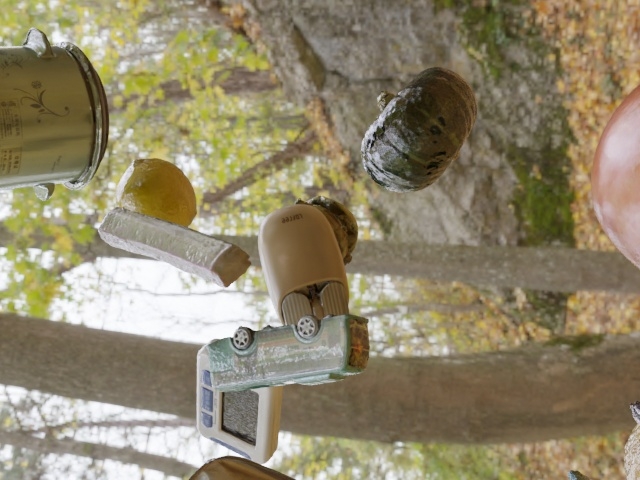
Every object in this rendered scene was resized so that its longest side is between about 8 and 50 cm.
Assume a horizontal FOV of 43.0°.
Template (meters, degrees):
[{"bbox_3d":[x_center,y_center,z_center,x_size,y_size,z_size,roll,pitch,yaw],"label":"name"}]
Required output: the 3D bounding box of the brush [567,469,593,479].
[{"bbox_3d":[0.579,0.525,1.667,0.196,0.021,0.070,31,-155,-28],"label":"brush"}]

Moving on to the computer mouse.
[{"bbox_3d":[-0.029,0.052,1.464,0.082,0.145,0.236,164,93,-78],"label":"computer mouse"}]

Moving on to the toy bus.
[{"bbox_3d":[-0.050,0.172,1.253,0.091,0.262,0.109,18,-117,-57],"label":"toy bus"}]

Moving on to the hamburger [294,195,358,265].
[{"bbox_3d":[0.000,0.000,1.630,0.131,0.159,0.184,-35,-64,-66],"label":"hamburger"}]

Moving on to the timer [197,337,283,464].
[{"bbox_3d":[-0.159,0.320,1.629,0.078,0.178,0.253,-46,-29,-49],"label":"timer"}]

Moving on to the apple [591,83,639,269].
[{"bbox_3d":[0.397,-0.043,0.796,0.206,0.272,0.251,-48,-1,23],"label":"apple"}]

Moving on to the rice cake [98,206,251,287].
[{"bbox_3d":[-0.154,0.005,0.836,0.047,0.207,0.036,-61,-39,-17],"label":"rice cake"}]

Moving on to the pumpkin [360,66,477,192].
[{"bbox_3d":[0.148,-0.171,1.250,0.211,0.152,0.211,-61,3,6],"label":"pumpkin"}]

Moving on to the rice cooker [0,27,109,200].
[{"bbox_3d":[-0.515,-0.216,1.423,0.317,0.264,0.316,-18,-62,-37],"label":"rice cooker"}]

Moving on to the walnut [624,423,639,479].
[{"bbox_3d":[0.616,0.355,1.318,0.257,0.225,0.256,-2,-90,-89],"label":"walnut"}]

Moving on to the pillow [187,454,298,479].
[{"bbox_3d":[-0.033,0.254,0.706,0.233,0.130,0.038,28,-160,-32],"label":"pillow"}]

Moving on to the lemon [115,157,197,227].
[{"bbox_3d":[-0.376,-0.095,1.848,0.203,0.178,0.178,65,-150,-24],"label":"lemon"}]

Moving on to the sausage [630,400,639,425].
[{"bbox_3d":[0.369,0.209,0.833,0.198,0.025,0.028,-124,42,-78],"label":"sausage"}]
